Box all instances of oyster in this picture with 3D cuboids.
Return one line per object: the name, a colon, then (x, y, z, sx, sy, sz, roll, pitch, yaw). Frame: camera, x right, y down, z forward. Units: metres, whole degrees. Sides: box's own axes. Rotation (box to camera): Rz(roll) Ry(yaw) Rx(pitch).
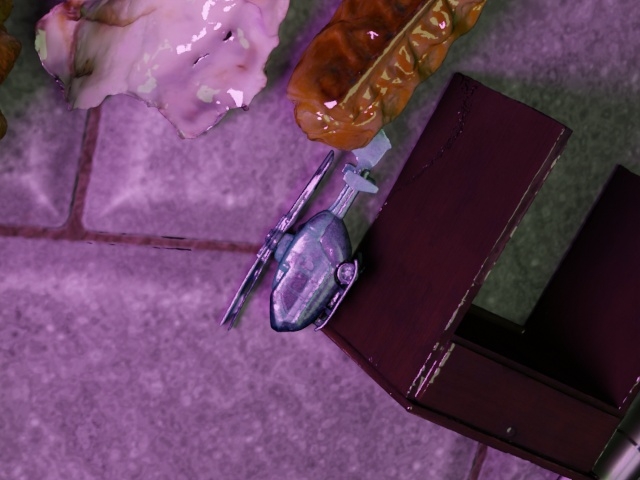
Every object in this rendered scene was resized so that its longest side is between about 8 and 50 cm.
oyster: (-0.115, -0.205, 1.168, 0.271, 0.100, 0.275, -45, 152, 3)

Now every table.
table: (0.193, 0.036, 1.383, 0.251, 0.196, 0.282, 26, 98, -32)

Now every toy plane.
toy plane: (0.000, 0.000, 1.352, 0.096, 0.060, 0.235, 32, 98, 2)

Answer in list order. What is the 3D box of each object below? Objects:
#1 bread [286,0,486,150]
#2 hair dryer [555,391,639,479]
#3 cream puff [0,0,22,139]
bread: (0.074, -0.193, 1.289, 0.269, 0.087, 0.098, -50, 123, -1)
hair dryer: (0.320, 0.200, 1.566, 0.156, 0.284, 0.320, 42, 74, 6)
cream puff: (-0.335, -0.146, 1.064, 0.244, 0.196, 0.244, 1, 85, -12)
